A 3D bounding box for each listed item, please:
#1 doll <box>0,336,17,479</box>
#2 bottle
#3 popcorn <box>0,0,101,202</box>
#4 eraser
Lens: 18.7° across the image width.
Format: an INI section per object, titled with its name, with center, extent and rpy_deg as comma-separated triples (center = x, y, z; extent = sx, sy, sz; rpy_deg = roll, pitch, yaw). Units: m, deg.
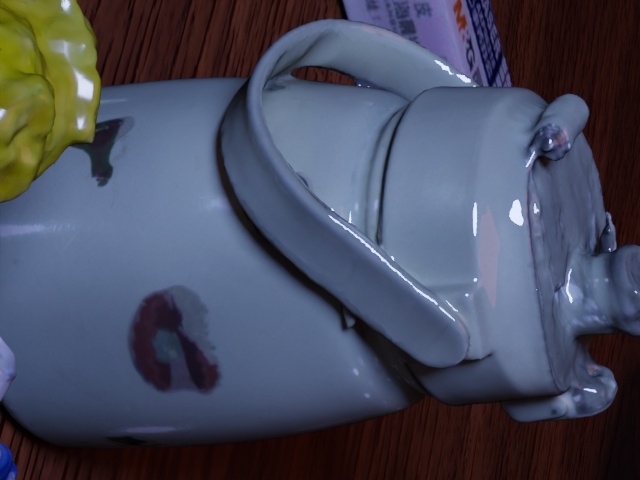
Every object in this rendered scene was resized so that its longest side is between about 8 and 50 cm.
[doll]
center = -0.191, 0.138, 0.968
extent = 0.114, 0.057, 0.227
rpy_deg = 27, 72, -54
[bottle]
center = 0.000, 0.000, 1.039
extent = 0.229, 0.351, 0.229
rpy_deg = 14, 74, -62
[popcorn]
center = -0.194, -0.083, 0.875
extent = 0.197, 0.155, 0.198
rpy_deg = 39, 31, -29
[eraser]
center = 0.081, -0.179, 1.531
extent = 0.130, 0.086, 0.287
rpy_deg = -58, 138, -52
